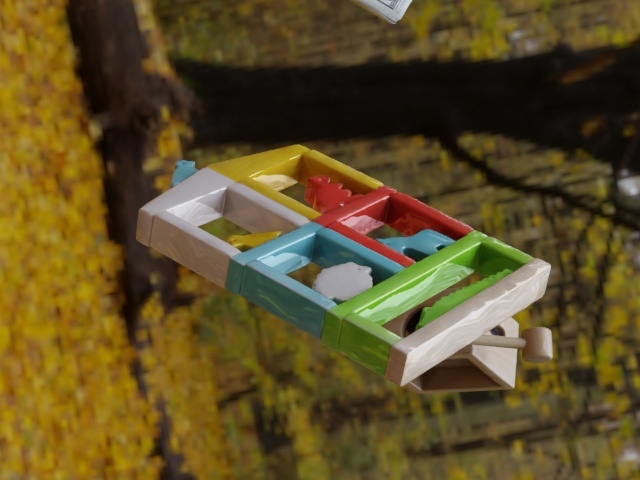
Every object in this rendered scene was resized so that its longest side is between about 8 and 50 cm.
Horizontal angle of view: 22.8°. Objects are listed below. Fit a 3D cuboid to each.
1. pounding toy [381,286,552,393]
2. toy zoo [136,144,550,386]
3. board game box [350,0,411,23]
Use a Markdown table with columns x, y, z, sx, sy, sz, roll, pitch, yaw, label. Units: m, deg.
| x | y | z | sx | sy | sz | roll | pitch | yaw | label |
| --- | --- | --- | --- | --- | --- | --- | --- | --- | --- |
| 0.167 | 0.098 | 1.794 | 0.181 | 0.206 | 0.094 | 39 | 51 | -52 | pounding toy |
| 0.000 | 0.000 | 1.196 | 0.192 | 0.293 | 0.030 | -25 | 134 | -47 | toy zoo |
| -0.001 | -0.342 | 1.313 | 0.303 | 0.224 | 0.097 | 23 | 10 | -45 | board game box |
